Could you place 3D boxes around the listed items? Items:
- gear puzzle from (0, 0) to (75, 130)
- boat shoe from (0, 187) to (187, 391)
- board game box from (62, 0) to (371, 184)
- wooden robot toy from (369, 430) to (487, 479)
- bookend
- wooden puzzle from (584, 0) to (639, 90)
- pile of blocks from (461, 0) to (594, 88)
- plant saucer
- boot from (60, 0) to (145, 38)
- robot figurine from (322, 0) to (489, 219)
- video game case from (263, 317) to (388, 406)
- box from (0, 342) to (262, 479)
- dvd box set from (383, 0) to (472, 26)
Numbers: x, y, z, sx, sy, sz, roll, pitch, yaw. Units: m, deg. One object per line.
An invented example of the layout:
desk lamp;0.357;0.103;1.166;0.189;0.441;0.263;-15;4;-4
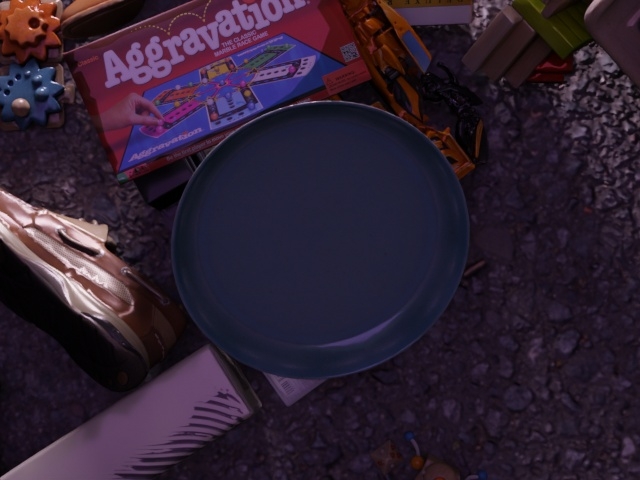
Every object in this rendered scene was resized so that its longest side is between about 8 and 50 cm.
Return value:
gear puzzle;-0.384;-0.296;1.289;0.176;0.044;0.338;-3;85;3
boat shoe;-0.285;0.035;1.226;0.324;0.122;0.120;40;53;17
board game box;-0.104;-0.178;1.114;0.281;0.027;0.145;-24;94;-4
wooden robot toy;0.133;0.273;1.187;0.173;0.079;0.076;28;87;6
bookend;-0.148;-0.050;1.195;0.072;0.157;0.156;-30;83;1
wooden puzzle;0.483;-0.235;1.114;0.348;0.080;0.322;40;93;-27
pile of blocks;0.317;-0.280;1.139;0.112;0.149;0.362;48;113;9
plant saucer;0.000;0.000;1.157;0.318;0.043;0.317;-3;113;-8
boot;-0.252;-0.339;1.274;0.197;0.073;0.152;-35;85;-12
robot figurine;0.054;-0.144;1.197;0.211;0.085;0.291;-38;99;5
video game case;-0.025;0.086;1.245;0.143;0.019;0.157;-36;83;-1
box;-0.205;0.223;1.198;0.275;0.113;0.094;-33;85;1
dvd box set;0.012;-0.443;1.184;0.308;0.062;0.420;-1;109;3
